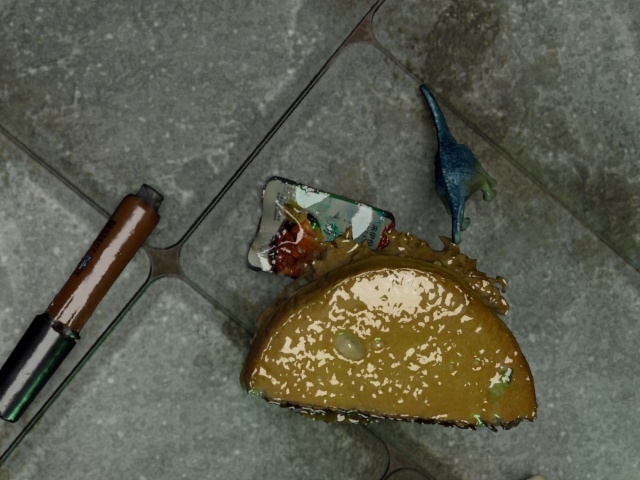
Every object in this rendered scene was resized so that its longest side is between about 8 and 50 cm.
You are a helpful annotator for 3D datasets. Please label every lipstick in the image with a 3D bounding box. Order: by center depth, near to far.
[{"bbox_3d":[-0.376,0.093,1.858,0.077,0.077,0.418,35,81,-7],"label":"lipstick"}]

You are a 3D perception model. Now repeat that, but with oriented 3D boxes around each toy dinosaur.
[{"bbox_3d":[0.215,-0.098,1.901,0.076,0.363,0.147,-28,129,23],"label":"toy dinosaur"}]

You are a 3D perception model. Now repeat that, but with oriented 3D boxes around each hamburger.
[{"bbox_3d":[0.112,0.122,1.831,0.445,0.268,0.287,8,97,-4],"label":"hamburger"}]

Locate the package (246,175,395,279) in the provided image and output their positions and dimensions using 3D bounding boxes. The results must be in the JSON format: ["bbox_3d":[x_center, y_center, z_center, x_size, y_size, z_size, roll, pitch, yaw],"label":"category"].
[{"bbox_3d":[0.000,0.000,1.943,0.232,0.040,0.166,20,87,-12],"label":"package"}]

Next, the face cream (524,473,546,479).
[{"bbox_3d":[0.244,0.530,1.942,0.348,0.081,0.173,-26,93,-10],"label":"face cream"}]
